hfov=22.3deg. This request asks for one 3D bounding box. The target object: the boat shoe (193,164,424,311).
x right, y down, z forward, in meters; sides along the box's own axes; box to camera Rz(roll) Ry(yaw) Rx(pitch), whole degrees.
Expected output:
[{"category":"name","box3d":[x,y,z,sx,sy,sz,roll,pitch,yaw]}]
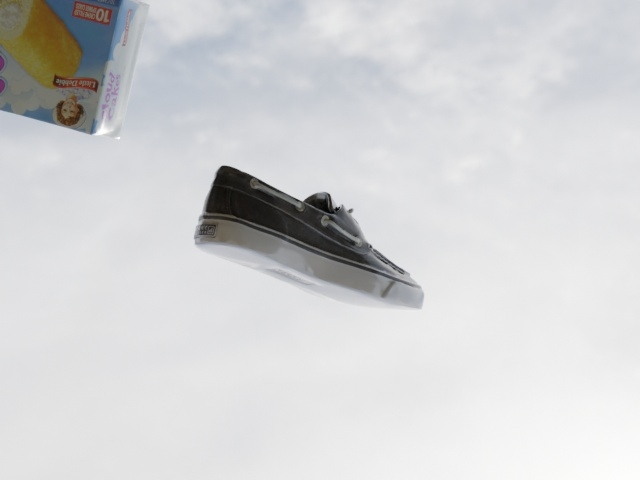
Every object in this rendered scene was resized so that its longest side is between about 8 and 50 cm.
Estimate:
[{"category":"boat shoe","box3d":[0.000,0.000,1.725,0.108,0.301,0.102,-4,-111,54]}]

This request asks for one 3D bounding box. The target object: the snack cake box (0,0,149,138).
[{"category":"snack cake box","box3d":[-0.332,-0.214,1.744,0.264,0.089,0.152,15,-85,13]}]
